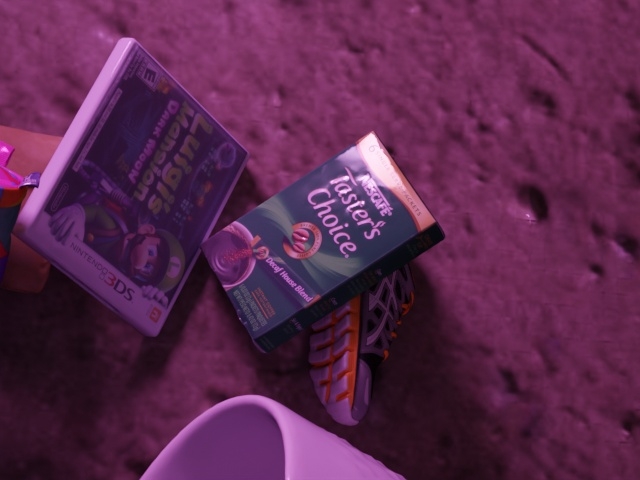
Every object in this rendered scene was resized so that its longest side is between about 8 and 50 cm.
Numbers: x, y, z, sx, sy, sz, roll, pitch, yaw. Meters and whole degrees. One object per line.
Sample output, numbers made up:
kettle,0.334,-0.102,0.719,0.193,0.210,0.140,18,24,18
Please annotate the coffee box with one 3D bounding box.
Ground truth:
coffee box,0.000,0.000,1.231,0.184,0.040,0.113,-32,61,2

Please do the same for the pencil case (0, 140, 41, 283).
pencil case,-0.289,0.041,1.099,0.104,0.104,0.236,15,102,-18

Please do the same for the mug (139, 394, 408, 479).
mug,-0.007,0.356,1.104,0.328,0.276,0.374,34,80,-23

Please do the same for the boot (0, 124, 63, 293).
boot,-0.331,-0.099,1.165,0.270,0.089,0.236,14,88,-17

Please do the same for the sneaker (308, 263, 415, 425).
sneaker,0.043,0.057,1.277,0.083,0.084,0.214,12,75,-24

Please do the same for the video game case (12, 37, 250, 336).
video game case,-0.151,-0.042,1.207,0.173,0.022,0.190,45,63,-43
